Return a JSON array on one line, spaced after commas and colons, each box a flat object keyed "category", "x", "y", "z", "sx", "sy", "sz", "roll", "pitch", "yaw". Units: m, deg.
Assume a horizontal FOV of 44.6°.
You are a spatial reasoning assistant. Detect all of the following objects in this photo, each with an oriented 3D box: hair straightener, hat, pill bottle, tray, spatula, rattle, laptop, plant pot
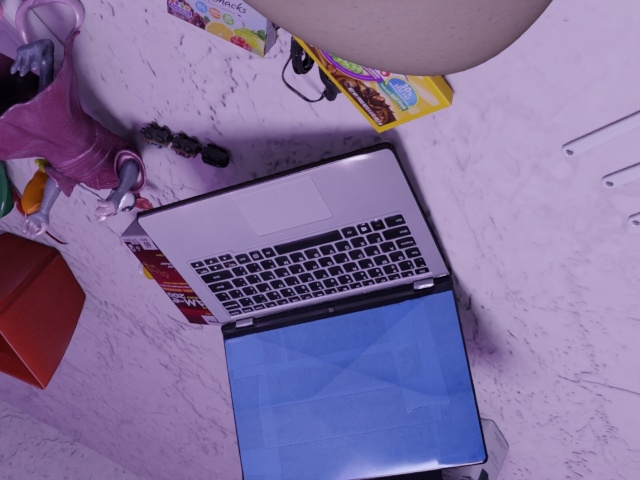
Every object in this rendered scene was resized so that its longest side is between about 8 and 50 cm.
[{"category": "hair straightener", "x": -0.010, "y": -0.244, "z": 0.899, "sx": 0.088, "sy": 0.047, "sz": 0.230, "roll": 14, "pitch": 149, "yaw": 8}, {"category": "hat", "x": -0.657, "y": -0.096, "z": 1.644, "sx": 0.172, "sy": 0.183, "sz": 0.209, "roll": 6, "pitch": 97, "yaw": 25}, {"category": "pill bottle", "x": -0.322, "y": 0.055, "z": 1.533, "sx": 0.083, "sy": 0.043, "sz": 0.043, "roll": -5, "pitch": 131, "yaw": 42}, {"category": "tray", "x": -0.515, "y": -0.304, "z": 1.258, "sx": 0.270, "sy": 0.030, "sz": 0.145, "roll": -11, "pitch": 127, "yaw": 47}, {"category": "spatula", "x": 0.379, "y": -0.086, "z": 0.795, "sx": 0.168, "sy": 0.019, "sz": 0.242, "roll": 42, "pitch": 145, "yaw": -15}, {"category": "rattle", "x": -0.477, "y": -0.158, "z": 1.307, "sx": 0.130, "sy": 0.143, "sz": 0.200, "roll": 45, "pitch": 155, "yaw": 3}, {"category": "laptop", "x": -0.013, "y": 0.131, "z": 1.080, "sx": 0.381, "sy": 0.236, "sz": 0.408, "roll": -14, "pitch": 133, "yaw": 19}, {"category": "plant pot", "x": -0.703, "y": 0.139, "z": 1.784, "sx": 0.267, "sy": 0.236, "sz": 0.267, "roll": 15, "pitch": 142, "yaw": 25}]

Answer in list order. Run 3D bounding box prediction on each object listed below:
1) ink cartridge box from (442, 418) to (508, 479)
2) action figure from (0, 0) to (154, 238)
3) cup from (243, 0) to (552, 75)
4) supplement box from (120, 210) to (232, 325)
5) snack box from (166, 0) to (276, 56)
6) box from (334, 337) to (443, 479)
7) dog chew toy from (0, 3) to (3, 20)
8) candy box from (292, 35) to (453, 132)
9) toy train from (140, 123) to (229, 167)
[{"category": "ink cartridge box", "x": 0.223, "y": 0.422, "z": 1.389, "sx": 0.153, "sy": 0.208, "sz": 0.087, "roll": -3, "pitch": 133, "yaw": 42}, {"category": "action figure", "x": -0.390, "y": -0.157, "z": 1.221, "sx": 0.248, "sy": 0.276, "sz": 0.370, "roll": -1, "pitch": 158, "yaw": 27}, {"category": "cup", "x": 0.076, "y": -0.264, "z": 0.608, "sx": 0.330, "sy": 0.331, "sz": 0.237, "roll": 15, "pitch": 166, "yaw": 26}, {"category": "supplement box", "x": -0.246, "y": 0.054, "z": 1.444, "sx": 0.130, "sy": 0.073, "sz": 0.239, "roll": -1, "pitch": 134, "yaw": 40}, {"category": "snack box", "x": -0.118, "y": -0.293, "z": 0.932, "sx": 0.141, "sy": 0.037, "sz": 0.100, "roll": 26, "pitch": 144, "yaw": 11}, {"category": "box", "x": 0.030, "y": 0.346, "z": 1.317, "sx": 0.178, "sy": 0.344, "sz": 0.312, "roll": 1, "pitch": 163, "yaw": -34}, {"category": "dog chew toy", "x": -0.604, "y": -0.389, "z": 1.085, "sx": 0.331, "sy": 0.207, "sz": 0.207, "roll": 28, "pitch": 147, "yaw": -6}, {"category": "candy box", "x": 0.050, "y": -0.205, "z": 0.860, "sx": 0.105, "sy": 0.027, "sz": 0.206, "roll": -18, "pitch": 135, "yaw": 35}, {"category": "toy train", "x": -0.209, "y": -0.145, "z": 1.207, "sx": 0.158, "sy": 0.027, "sz": 0.036, "roll": 21, "pitch": 155, "yaw": 18}]
